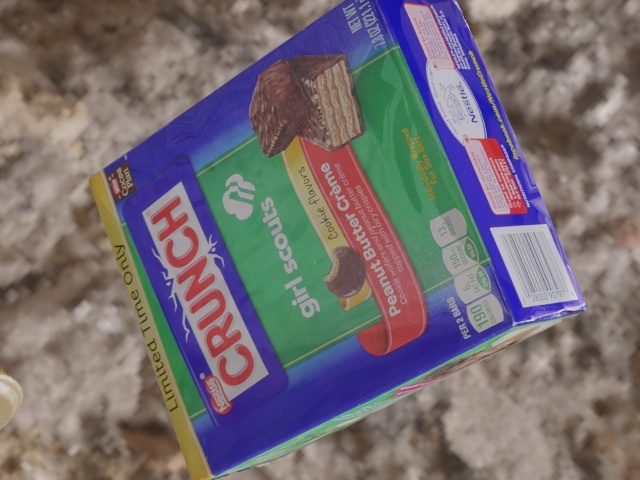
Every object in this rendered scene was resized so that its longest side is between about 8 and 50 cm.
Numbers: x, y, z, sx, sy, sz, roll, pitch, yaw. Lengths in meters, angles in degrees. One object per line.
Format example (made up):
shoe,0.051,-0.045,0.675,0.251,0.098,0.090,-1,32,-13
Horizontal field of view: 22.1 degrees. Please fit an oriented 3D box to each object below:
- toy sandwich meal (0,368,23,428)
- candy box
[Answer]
toy sandwich meal,-0.173,0.070,0.738,0.086,0.029,0.085,-13,152,-7
candy box,0.000,0.000,1.233,0.317,0.268,0.122,-31,164,34
